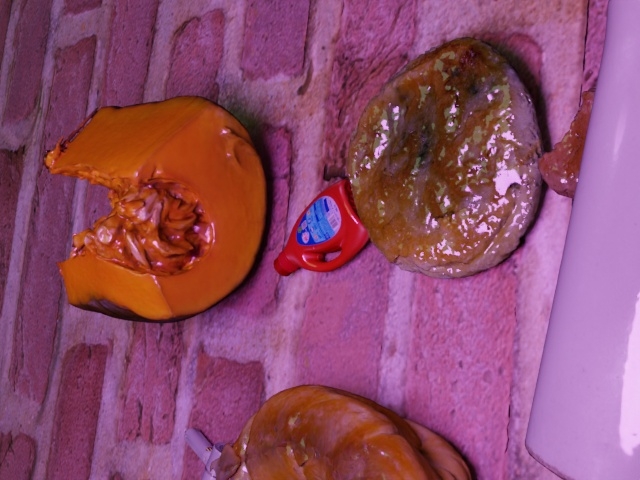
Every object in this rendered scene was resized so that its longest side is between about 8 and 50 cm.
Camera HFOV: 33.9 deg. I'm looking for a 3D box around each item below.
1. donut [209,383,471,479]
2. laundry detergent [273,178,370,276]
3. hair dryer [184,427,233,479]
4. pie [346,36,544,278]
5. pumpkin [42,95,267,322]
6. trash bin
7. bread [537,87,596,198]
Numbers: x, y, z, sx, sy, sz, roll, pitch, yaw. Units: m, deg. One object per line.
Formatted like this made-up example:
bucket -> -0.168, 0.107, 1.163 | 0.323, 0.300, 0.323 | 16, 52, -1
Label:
donut -> 0.007, 0.334, 1.152 | 0.360, 0.170, 0.361 | -18, 64, 40
laundry detergent -> 0.000, 0.000, 1.334 | 0.165, 0.049, 0.097 | -42, 55, 36
hair dryer -> -0.156, 0.299, 1.433 | 0.137, 0.047, 0.082 | 35, 107, 52
pie -> 0.134, -0.089, 1.182 | 0.277, 0.078, 0.277 | -16, 69, 47
pumpkin -> -0.216, -0.040, 1.431 | 0.225, 0.256, 0.303 | 7, 109, 44
trash bin -> 0.326, -0.015, 0.807 | 0.280, 0.280, 0.432 | 18, 97, 49
bread -> 0.272, -0.088, 1.041 | 0.113, 0.060, 0.082 | -55, 45, 26
